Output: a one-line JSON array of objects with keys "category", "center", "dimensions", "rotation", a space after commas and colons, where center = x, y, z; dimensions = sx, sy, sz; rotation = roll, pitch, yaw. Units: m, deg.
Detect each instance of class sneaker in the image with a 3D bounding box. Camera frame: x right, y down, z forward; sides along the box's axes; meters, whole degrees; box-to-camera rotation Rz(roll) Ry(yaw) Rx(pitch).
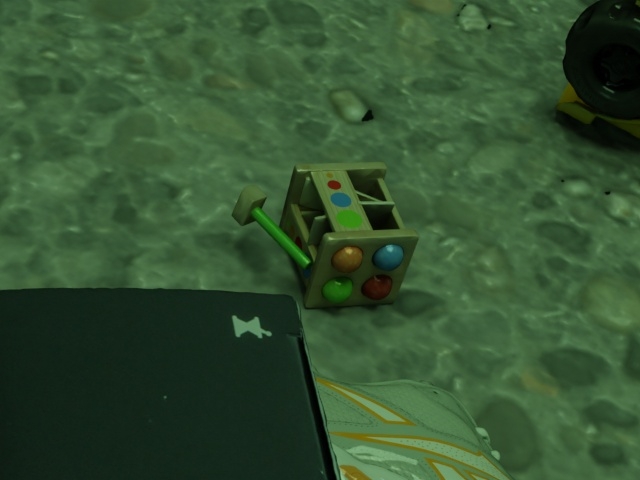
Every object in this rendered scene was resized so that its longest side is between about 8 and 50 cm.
[{"category": "sneaker", "center": [0.061, 0.116, 0.582], "dimensions": [0.262, 0.099, 0.121], "rotation": [25, 38, 8]}]

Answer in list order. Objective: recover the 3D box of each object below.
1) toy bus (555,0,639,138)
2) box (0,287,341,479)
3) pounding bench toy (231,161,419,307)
[{"category": "toy bus", "center": [0.283, -0.138, 0.841], "dimensions": [0.211, 0.220, 0.149], "rotation": [33, 47, 9]}, {"category": "box", "center": [-0.065, 0.137, 0.430], "dimensions": [0.108, 0.207, 0.153], "rotation": [2, 44, -17]}, {"category": "pounding bench toy", "center": [0.000, 0.000, 0.715], "dimensions": [0.083, 0.052, 0.065], "rotation": [-3, 46, -20]}]
